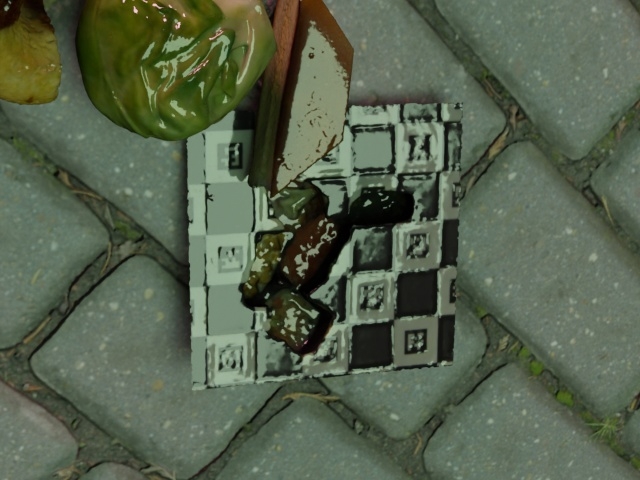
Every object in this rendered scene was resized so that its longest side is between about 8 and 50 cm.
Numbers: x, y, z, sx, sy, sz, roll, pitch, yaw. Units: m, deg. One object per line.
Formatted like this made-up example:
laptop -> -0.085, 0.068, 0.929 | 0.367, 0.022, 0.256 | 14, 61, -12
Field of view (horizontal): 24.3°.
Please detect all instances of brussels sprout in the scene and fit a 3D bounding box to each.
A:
brussels sprout -> -0.164, -0.216, 1.638 | 0.223, 0.161, 0.223 | 0, 90, -17

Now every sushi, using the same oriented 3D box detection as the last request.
sushi -> 0.000, 0.000, 1.859 | 0.359, 0.064, 0.343 | -4, 102, -19

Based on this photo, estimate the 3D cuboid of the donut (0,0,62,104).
donut -> -0.328, -0.253, 1.513 | 0.151, 0.112, 0.295 | -14, 131, -34

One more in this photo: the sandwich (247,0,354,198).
sandwich -> -0.017, -0.177, 1.733 | 0.096, 0.094, 0.258 | 7, 98, -17
